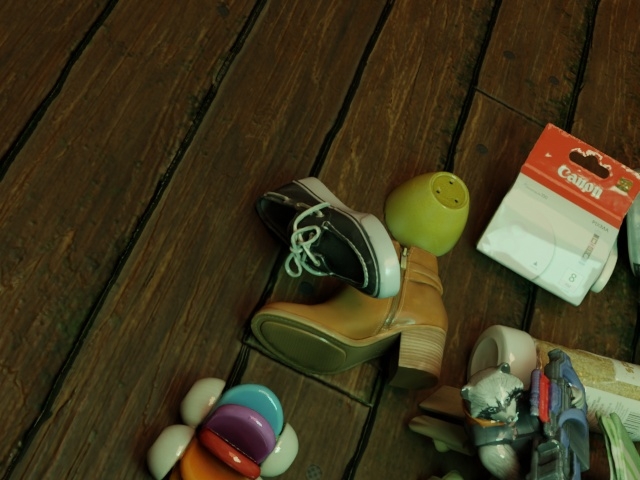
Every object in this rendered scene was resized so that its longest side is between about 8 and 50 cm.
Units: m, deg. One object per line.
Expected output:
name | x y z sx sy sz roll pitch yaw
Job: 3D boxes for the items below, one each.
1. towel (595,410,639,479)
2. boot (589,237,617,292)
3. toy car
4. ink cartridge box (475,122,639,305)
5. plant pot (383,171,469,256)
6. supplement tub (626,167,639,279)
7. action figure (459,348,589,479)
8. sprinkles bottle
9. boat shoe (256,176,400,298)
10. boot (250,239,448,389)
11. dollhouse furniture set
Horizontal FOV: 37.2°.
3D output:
towel | 0.425 0.419 1.255 0.248 0.038 0.325 55 29 -33
boot | 0.451 0.002 1.603 0.086 0.069 0.190 26 47 -1
toy car | -0.109 0.249 1.156 0.159 0.136 0.182 35 54 -3
ink cartridge box | 0.382 -0.041 1.504 0.189 0.232 0.066 30 10 1
plant pot | 0.180 -0.054 1.484 0.134 0.095 0.134 11 59 -19
supplement tub | 0.667 -0.037 1.551 0.316 0.193 0.193 -5 56 20
action figure | 0.257 0.308 1.181 0.330 0.179 0.341 66 24 -15
sprinkles bottle | 0.398 0.225 1.414 0.355 0.121 0.121 16 57 -16
boat shoe | 0.000 -0.004 1.295 0.105 0.113 0.306 -13 34 -22
boot | 0.049 0.078 1.349 0.283 0.109 0.220 12 52 -7
dollhouse furniture set | 0.189 0.312 1.325 0.144 0.123 0.151 -30 113 -34
